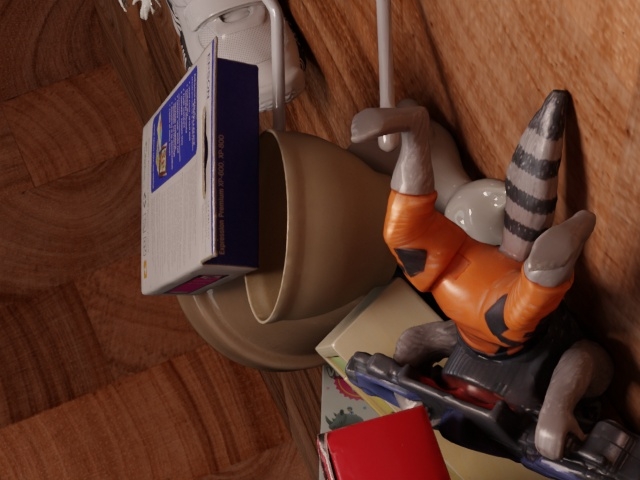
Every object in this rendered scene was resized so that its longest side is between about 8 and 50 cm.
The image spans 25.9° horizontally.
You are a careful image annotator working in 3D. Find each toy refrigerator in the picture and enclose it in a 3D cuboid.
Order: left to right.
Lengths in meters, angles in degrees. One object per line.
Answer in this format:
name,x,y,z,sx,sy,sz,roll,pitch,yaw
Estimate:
toy refrigerator,0.121,0.162,1.214,0.269,0.094,0.102,46,170,-2

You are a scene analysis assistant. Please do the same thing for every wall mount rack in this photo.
wall mount rack,-0.039,-0.219,1.231,0.304,0.130,0.350,53,156,-14

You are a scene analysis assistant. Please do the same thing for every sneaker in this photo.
sneaker,-0.129,-0.317,1.634,0.210,0.137,0.365,75,171,-47

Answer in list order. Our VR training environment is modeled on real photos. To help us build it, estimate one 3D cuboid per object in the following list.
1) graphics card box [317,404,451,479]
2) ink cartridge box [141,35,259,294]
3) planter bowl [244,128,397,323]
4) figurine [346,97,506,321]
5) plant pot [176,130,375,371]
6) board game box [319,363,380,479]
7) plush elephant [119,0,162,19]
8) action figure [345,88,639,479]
graphics card box,0.088,0.314,1.104,0.371,0.094,0.232,78,174,-56
ink cartridge box,-0.106,-0.051,1.246,0.371,0.069,0.175,154,117,-75
planter bowl,0.004,-0.011,1.170,0.162,0.109,0.162,-179,90,-74
figurine,0.123,0.005,1.215,0.209,0.092,0.214,40,151,52
plant pot,0.000,0.000,1.442,0.229,0.263,0.263,-17,95,63
board game box,0.057,0.235,1.632,0.224,0.098,0.303,81,-173,-52
plush elephant,-0.035,-0.318,0.947,0.272,0.255,0.330,51,155,30
action figure,0.174,0.071,1.020,0.341,0.178,0.330,24,151,33
